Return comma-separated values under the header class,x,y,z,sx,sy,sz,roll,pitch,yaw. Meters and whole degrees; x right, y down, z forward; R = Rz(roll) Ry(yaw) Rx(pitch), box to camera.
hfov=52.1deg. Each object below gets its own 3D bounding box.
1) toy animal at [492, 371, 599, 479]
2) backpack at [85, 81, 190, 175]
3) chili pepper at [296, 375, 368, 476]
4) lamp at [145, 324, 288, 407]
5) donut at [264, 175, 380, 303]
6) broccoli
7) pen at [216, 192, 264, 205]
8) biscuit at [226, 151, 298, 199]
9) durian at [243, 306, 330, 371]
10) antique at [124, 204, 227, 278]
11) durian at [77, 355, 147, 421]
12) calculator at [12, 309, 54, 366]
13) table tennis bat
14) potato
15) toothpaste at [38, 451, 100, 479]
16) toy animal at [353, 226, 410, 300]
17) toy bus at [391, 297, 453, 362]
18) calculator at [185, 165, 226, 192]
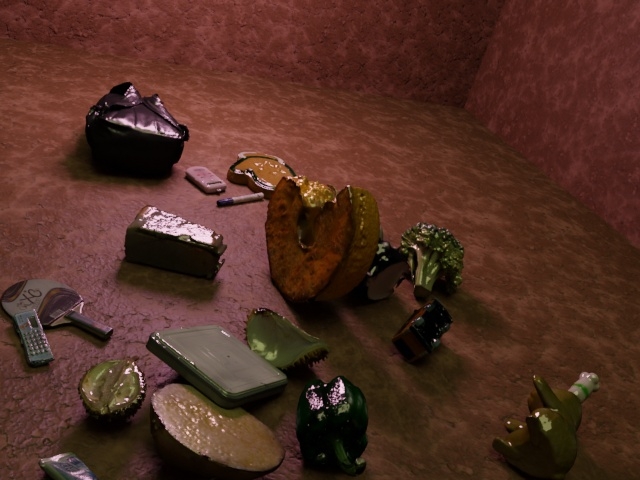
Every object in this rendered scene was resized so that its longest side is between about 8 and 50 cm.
class,x,y,z,sx,sy,sz,roll,pitch,yaw
toy animal,0.578,0.445,1.665,0.180,0.181,0.363,34,33,12
backpack,-0.690,-0.432,2.436,0.363,0.255,0.446,8,26,-28
chili pepper,0.028,0.412,1.420,0.165,0.174,0.261,8,24,-7
lamp,-0.236,0.288,1.540,0.266,0.047,0.269,32,12,24
donut,0.000,0.000,1.949,0.163,0.378,0.435,13,9,-37
broccoli,0.357,0.087,2.189,0.247,0.263,0.243,-4,45,32
pen,-0.290,-0.150,2.379,0.204,0.025,0.025,-13,41,-42
biscuit,-0.230,-0.265,2.577,0.287,0.057,0.344,2,32,-25
durian,-0.082,0.255,1.674,0.252,0.139,0.144,36,30,31
antique,-0.418,0.013,1.926,0.284,0.125,0.150,17,30,1
durian,-0.434,0.324,1.410,0.148,0.091,0.188,8,39,9
calculator,-0.669,0.224,1.521,0.057,0.018,0.172,-12,43,-32
table tennis bat,-0.651,0.176,1.630,0.301,0.022,0.173,23,31,13
potato,-0.226,0.413,1.318,0.299,0.116,0.239,26,6,9
toothpaste,-0.413,0.478,1.210,0.268,0.047,0.069,29,44,27
toy animal,0.140,0.052,2.070,0.212,0.213,0.267,-5,42,-34
toy bus,0.296,0.259,1.888,0.098,0.114,0.201,52,34,2
calculator,-0.424,-0.224,2.427,0.175,0.032,0.100,37,34,31
